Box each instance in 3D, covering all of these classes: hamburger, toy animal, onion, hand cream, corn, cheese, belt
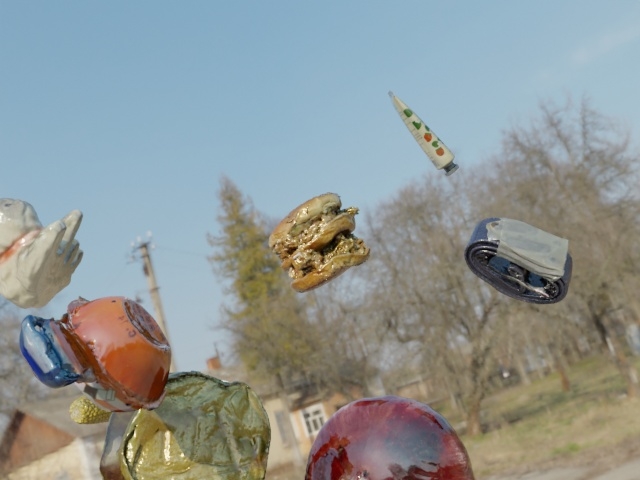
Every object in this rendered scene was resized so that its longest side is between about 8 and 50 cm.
[{"bbox_3d":[0.005,0.008,2.034,0.261,0.211,0.245,-33,-7,0],"label":"hamburger"},{"bbox_3d":[-0.239,0.369,1.380,0.285,0.265,0.134,16,-36,-13],"label":"hamburger"},{"bbox_3d":[-0.609,0.019,1.615,0.188,0.266,0.308,18,16,-5],"label":"toy animal"},{"bbox_3d":[0.116,0.462,1.445,0.348,0.347,0.285,-23,-17,21],"label":"onion"},{"bbox_3d":[0.269,-0.290,2.071,0.059,0.276,0.095,-40,4,4],"label":"hand cream"},{"bbox_3d":[-0.537,0.427,2.024,0.091,0.091,0.260,-33,-16,24],"label":"corn"},{"bbox_3d":[-0.321,0.163,1.141,0.129,0.217,0.329,-40,-14,4],"label":"cheese"},{"bbox_3d":[0.423,0.048,1.660,0.126,0.231,0.139,-56,-10,-48],"label":"belt"}]

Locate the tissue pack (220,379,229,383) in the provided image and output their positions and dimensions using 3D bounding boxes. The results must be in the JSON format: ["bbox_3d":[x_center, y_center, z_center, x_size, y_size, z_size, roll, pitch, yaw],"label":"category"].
[{"bbox_3d":[-0.248,0.421,1.656,0.170,0.071,0.325,3,-51,14],"label":"tissue pack"}]
